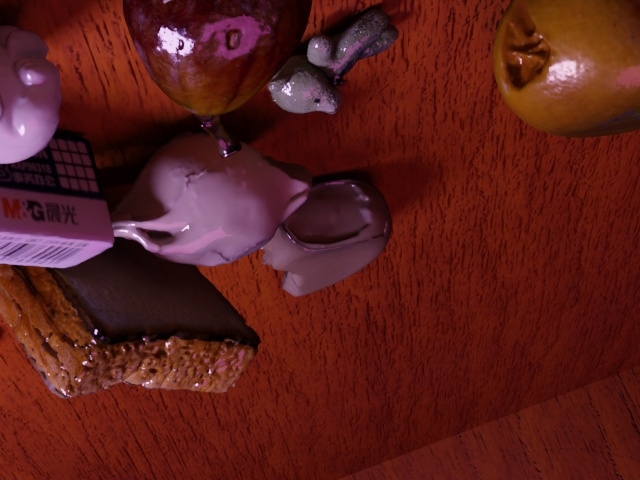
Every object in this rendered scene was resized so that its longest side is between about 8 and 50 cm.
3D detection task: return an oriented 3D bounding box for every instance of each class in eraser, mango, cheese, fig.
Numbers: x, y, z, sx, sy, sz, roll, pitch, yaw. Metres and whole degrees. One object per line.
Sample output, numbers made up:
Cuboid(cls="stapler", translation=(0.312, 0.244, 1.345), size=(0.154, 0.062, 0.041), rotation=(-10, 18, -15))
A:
Cuboid(cls="eraser", translation=(-0.339, -0.048, 1.871), size=(0.086, 0.130, 0.287), rotation=(-30, 160, 31))
Cuboid(cls="mango", translation=(0.313, -0.196, 2.066), size=(0.253, 0.182, 0.365), rotation=(-12, 166, 1))
Cuboid(cls="cheese", translation=(0.000, 0.000, 2.398), size=(0.175, 0.091, 0.202), rotation=(-11, 157, -24))
Cuboid(cls="fig", translation=(-0.095, -0.175, 1.742), size=(0.170, 0.145, 0.274), rotation=(-16, 145, -15))

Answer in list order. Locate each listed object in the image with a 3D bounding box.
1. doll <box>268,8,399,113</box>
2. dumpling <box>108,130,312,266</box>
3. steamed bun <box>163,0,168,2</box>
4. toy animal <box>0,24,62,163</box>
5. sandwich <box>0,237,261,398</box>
Cuboid(cls="doll", translation=(0.015, -0.184, 1.976), size=(0.150, 0.077, 0.115), rotation=(-36, 169, 6))
Cuboid(cls="dumpling", translation=(-0.139, -0.048, 2.071), size=(0.258, 0.147, 0.193), rotation=(-22, -156, -34))
Cuboid(cls="steamed bun", translation=(-0.054, -0.315, 1.319), size=(0.312, 0.233, 0.334), rotation=(-9, 158, -30))
Cuboid(cls="toy animal", translation=(-0.341, -0.122, 1.680), size=(0.193, 0.127, 0.178), rotation=(-12, 160, -33))
Cuboid(cls="sandwich", translation=(-0.237, 0.062, 2.091), size=(0.273, 0.249, 0.095), rotation=(4, 128, -52))
